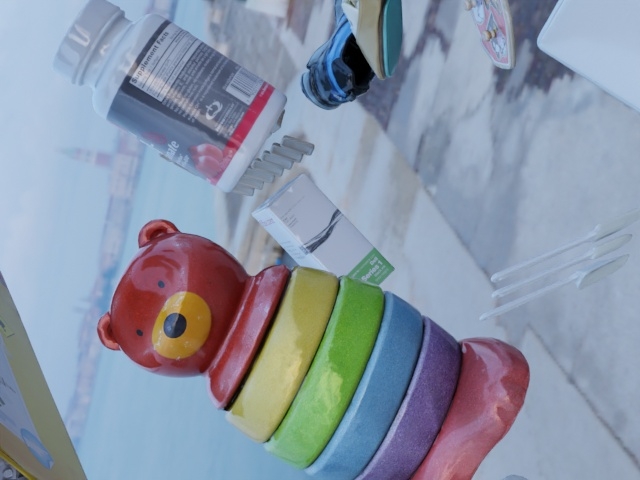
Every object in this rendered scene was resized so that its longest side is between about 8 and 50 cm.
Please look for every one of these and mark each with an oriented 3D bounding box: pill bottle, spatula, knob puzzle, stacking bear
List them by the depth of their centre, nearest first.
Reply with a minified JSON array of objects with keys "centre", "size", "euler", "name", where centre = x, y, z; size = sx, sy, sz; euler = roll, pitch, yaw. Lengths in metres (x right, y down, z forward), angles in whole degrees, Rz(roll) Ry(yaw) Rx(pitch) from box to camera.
[{"centre":[-0.020,0.089,0.742],"size":[0.175,0.289,0.164],"euler":[-63,6,11],"name":"stacking bear"},{"centre":[0.331,0.040,1.347],"size":[0.019,0.242,0.168],"euler":[61,166,26],"name":"spatula"},{"centre":[-0.225,-0.223,1.465],"size":[0.176,0.319,0.176],"euler":[-57,7,11],"name":"pill bottle"},{"centre":[0.267,-0.359,1.589],"size":[0.213,0.030,0.213],"euler":[164,90,-86],"name":"knob puzzle"}]

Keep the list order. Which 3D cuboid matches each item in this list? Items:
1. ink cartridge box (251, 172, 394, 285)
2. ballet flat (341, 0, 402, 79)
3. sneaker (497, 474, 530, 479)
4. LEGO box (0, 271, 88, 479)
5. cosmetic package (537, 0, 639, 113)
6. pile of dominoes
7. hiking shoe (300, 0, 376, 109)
[{"centre":[0.000,0.000,1.639],"size":[0.092,0.219,0.160],"euler":[-44,7,-11],"name":"ink cartridge box"},{"centre":[0.059,-0.295,1.129],"size":[0.080,0.073,0.232],"euler":[-57,-24,-47],"name":"ballet flat"},{"centre":[0.235,0.420,1.064],"size":[0.236,0.323,0.130],"euler":[-50,2,24],"name":"sneaker"},{"centre":[-0.408,0.079,0.822],"size":[0.193,0.372,0.500],"euler":[-38,37,-6],"name":"LEGO box"},{"centre":[0.518,-0.280,1.060],"size":[0.329,0.394,0.327],"euler":[-42,-16,-48],"name":"cosmetic package"},{"centre":[-0.147,-0.172,1.762],"size":[0.251,0.196,0.040],"euler":[-31,38,49],"name":"pile of dominoes"},{"centre":[0.080,-0.345,1.559],"size":[0.132,0.113,0.303],"euler":[6,75,56],"name":"hiking shoe"}]
